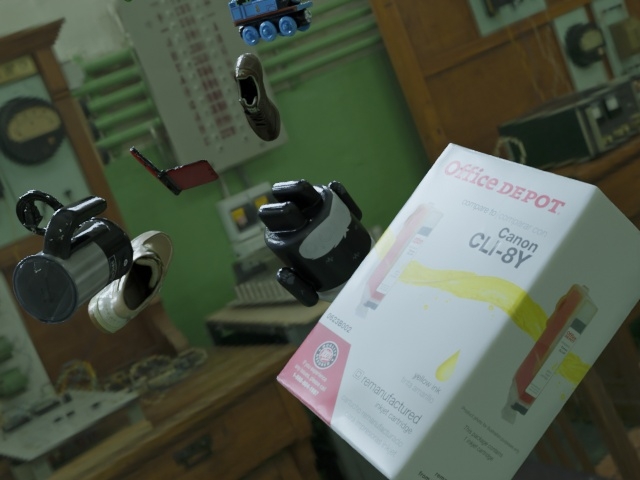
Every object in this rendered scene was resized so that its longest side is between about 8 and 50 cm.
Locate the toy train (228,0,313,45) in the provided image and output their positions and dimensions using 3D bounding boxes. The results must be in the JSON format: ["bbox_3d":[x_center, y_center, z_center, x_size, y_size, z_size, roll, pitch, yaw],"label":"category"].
[{"bbox_3d":[-0.101,-0.469,1.961,0.184,0.105,0.080,-5,19,36],"label":"toy train"}]

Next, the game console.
[{"bbox_3d":[-0.273,-0.143,1.781,0.085,0.124,0.144,-47,-10,-5],"label":"game console"}]

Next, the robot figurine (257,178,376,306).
[{"bbox_3d":[-0.002,0.002,1.880,0.209,0.278,0.173,-39,32,5],"label":"robot figurine"}]

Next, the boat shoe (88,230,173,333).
[{"bbox_3d":[-0.352,0.068,1.886,0.098,0.109,0.302,-28,19,29],"label":"boat shoe"}]

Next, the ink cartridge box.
[{"bbox_3d":[0.168,0.096,1.133,0.384,0.160,0.279,-53,33,-5],"label":"ink cartridge box"}]

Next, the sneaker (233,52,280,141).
[{"bbox_3d":[-0.127,-0.253,1.777,0.066,0.188,0.071,-4,39,18],"label":"sneaker"}]

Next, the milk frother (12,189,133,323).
[{"bbox_3d":[-0.317,0.013,1.112,0.143,0.129,0.135,-2,19,18],"label":"milk frother"}]
